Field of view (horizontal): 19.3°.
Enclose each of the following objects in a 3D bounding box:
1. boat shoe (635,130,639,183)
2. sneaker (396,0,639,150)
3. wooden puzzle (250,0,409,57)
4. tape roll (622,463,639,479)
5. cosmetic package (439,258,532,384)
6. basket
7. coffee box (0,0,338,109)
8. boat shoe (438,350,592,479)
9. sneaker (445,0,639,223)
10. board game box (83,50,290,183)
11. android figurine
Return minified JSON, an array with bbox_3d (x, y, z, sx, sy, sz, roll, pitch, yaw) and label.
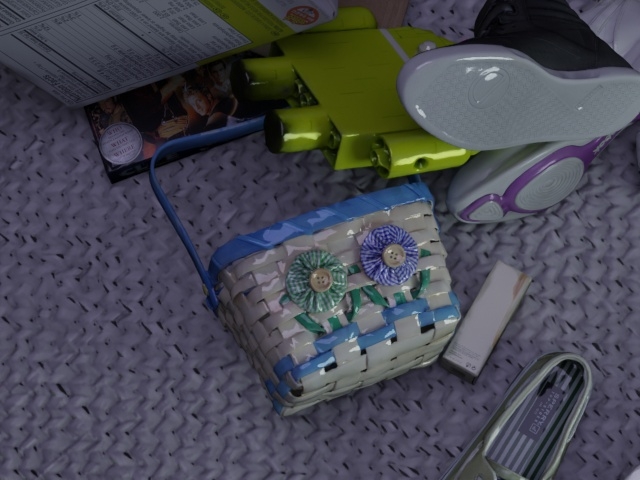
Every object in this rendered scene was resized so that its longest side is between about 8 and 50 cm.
[{"bbox_3d":[0.427,-0.104,1.883,0.226,0.083,0.076,-11,77,0],"label":"boat shoe"},{"bbox_3d":[0.160,-0.167,1.752,0.295,0.104,0.147,-2,41,-39],"label":"sneaker"},{"bbox_3d":[-0.010,-0.288,1.937,0.221,0.044,0.239,22,70,-9],"label":"wooden puzzle"},{"bbox_3d":[0.389,0.322,1.767,0.286,0.100,0.286,-1,75,2],"label":"tape roll"},{"bbox_3d":[0.164,0.081,1.858,0.041,0.060,0.115,29,80,8],"label":"cosmetic package"},{"bbox_3d":[0.000,0.000,1.806,0.254,0.201,0.289,-21,69,-15],"label":"basket"},{"bbox_3d":[-0.209,-0.376,1.761,0.334,0.338,0.338,-16,59,31],"label":"coffee box"},{"bbox_3d":[0.168,0.232,1.800,0.109,0.094,0.302,26,78,8],"label":"boat shoe"},{"bbox_3d":[0.229,-0.135,1.901,0.305,0.114,0.152,-40,64,-12],"label":"sneaker"},{"bbox_3d":[-0.130,-0.177,1.942,0.243,0.042,0.165,-20,76,-3],"label":"board game box"},{"bbox_3d":[0.059,-0.144,1.807,0.273,0.056,0.248,-8,42,-24],"label":"android figurine"}]
